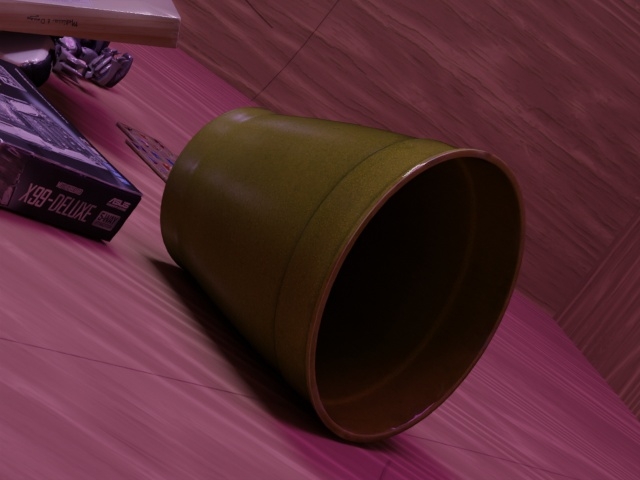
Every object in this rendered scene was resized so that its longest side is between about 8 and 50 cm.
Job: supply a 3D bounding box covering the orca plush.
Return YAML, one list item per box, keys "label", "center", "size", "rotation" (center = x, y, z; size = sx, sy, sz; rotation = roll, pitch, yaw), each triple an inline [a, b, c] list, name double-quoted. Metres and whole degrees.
- label: "orca plush"
  center: [-0.479, -0.284, 2.035]
  size: [0.151, 0.102, 0.287]
  rotation: [-28, 41, -30]

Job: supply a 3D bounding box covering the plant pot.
- label: "plant pot"
  center: [0.000, 0.000, 1.619]
  size: [0.353, 0.367, 0.366]
  rotation: [30, 2, 38]

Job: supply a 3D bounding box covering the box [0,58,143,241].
- label: "box"
  center: [-0.385, -0.137, 1.552]
  size: [0.307, 0.076, 0.242]
  rotation: [43, 11, 32]

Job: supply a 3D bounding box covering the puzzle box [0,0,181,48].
- label: "puzzle box"
  center: [-0.434, -0.376, 2.027]
  size: [0.408, 0.052, 0.272]
  rotation: [4, 24, -16]

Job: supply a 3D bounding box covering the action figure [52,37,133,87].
- label: "action figure"
  center: [-0.441, -0.350, 2.373]
  size: [0.185, 0.099, 0.285]
  rotation: [48, 15, 9]

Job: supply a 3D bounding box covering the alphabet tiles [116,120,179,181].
- label: "alphabet tiles"
  center: [-0.246, -0.121, 2.234]
  size: [0.237, 0.009, 0.198]
  rotation: [43, 11, 34]
